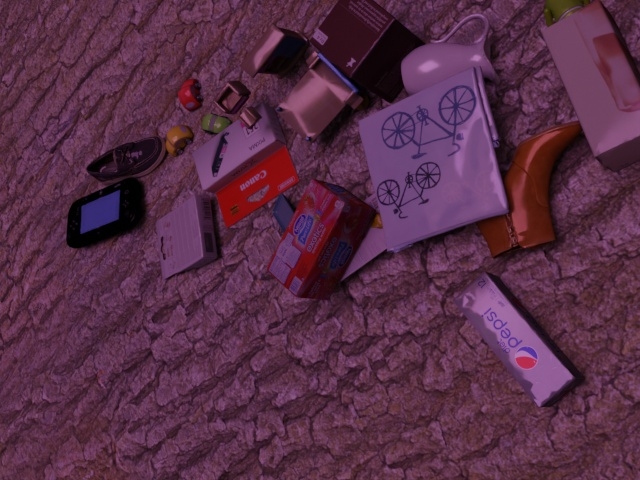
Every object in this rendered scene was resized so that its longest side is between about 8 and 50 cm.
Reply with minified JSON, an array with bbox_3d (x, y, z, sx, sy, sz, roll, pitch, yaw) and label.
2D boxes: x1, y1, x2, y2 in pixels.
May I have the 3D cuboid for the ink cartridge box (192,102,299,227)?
[{"bbox_3d":[-0.210,-0.202,2.060,0.275,0.060,0.239,-31,65,26],"label":"ink cartridge box"}]

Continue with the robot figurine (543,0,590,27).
[{"bbox_3d":[0.526,-0.494,1.616,0.101,0.067,0.115,-24,67,3],"label":"robot figurine"}]

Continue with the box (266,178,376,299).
[{"bbox_3d":[0.000,0.000,1.781,0.128,0.123,0.257,38,109,38],"label":"box"}]

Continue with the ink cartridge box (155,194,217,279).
[{"bbox_3d":[-0.384,-0.006,2.159,0.232,0.066,0.189,-29,66,49],"label":"ink cartridge box"}]

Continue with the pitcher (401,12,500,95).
[{"bbox_3d":[0.294,-0.419,1.729,0.207,0.125,0.177,-9,74,23],"label":"pitcher"}]

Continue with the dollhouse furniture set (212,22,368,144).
[{"bbox_3d":[-0.055,-0.365,1.958,0.303,0.198,0.286,44,110,6],"label":"dollhouse furniture set"}]

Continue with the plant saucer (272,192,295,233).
[{"bbox_3d":[-0.076,-0.045,1.926,0.067,0.018,0.192,-65,34,27],"label":"plant saucer"}]

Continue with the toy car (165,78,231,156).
[{"bbox_3d":[-0.353,-0.349,2.181,0.225,0.053,0.239,17,91,35],"label":"toy car"}]

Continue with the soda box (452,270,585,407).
[{"bbox_3d":[0.406,0.202,1.561,0.098,0.091,0.286,-46,61,17],"label":"soda box"}]

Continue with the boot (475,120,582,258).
[{"bbox_3d":[0.456,-0.099,1.585,0.295,0.104,0.211,-31,71,31],"label":"boot"}]

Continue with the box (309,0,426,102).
[{"bbox_3d":[0.121,-0.463,1.797,0.167,0.203,0.168,-51,60,15],"label":"box"}]

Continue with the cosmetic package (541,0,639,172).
[{"bbox_3d":[0.570,-0.304,1.505,0.129,0.153,0.296,-26,70,29],"label":"cosmetic package"}]

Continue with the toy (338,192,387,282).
[{"bbox_3d":[0.089,0.004,1.826,0.237,0.056,0.137,-39,61,29],"label":"toy"}]

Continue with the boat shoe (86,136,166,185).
[{"bbox_3d":[-0.594,-0.244,2.299,0.285,0.092,0.102,-17,71,29],"label":"boat shoe"}]

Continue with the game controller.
[{"bbox_3d":[-0.673,-0.084,2.341,0.319,0.067,0.166,-17,73,29],"label":"game controller"}]

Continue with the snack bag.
[{"bbox_3d":[0.250,-0.172,1.670,0.323,0.037,0.342,-21,74,34],"label":"snack bag"}]
